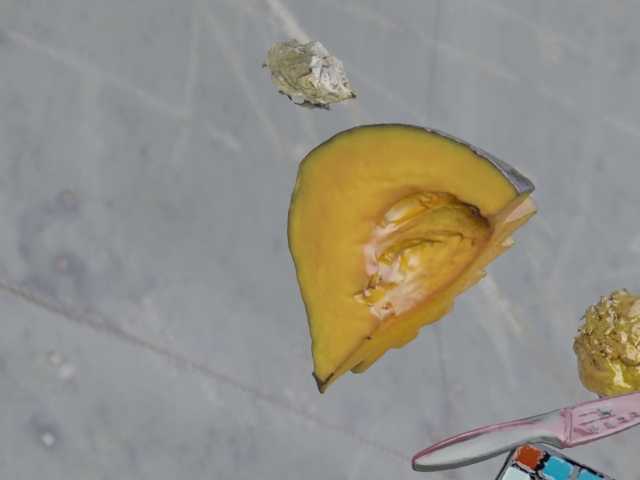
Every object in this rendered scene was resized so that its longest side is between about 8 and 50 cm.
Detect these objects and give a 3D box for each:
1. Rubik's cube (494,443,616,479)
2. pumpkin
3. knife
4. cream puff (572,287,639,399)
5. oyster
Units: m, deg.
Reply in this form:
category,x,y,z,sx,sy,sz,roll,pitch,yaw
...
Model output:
category,x,y,z,sx,sy,sz,roll,pitch,yaw
Rubik's cube,0.245,0.355,1.461,0.182,0.187,0.184,24,55,20
pumpkin,0.060,-0.015,1.089,0.149,0.254,0.130,48,34,12
knife,0.195,0.158,1.149,0.247,0.018,0.035,-14,58,-5
cream puff,0.409,0.132,1.725,0.189,0.189,0.130,-46,137,-56
oyster,-0.023,-0.286,2.265,0.132,0.072,0.209,-9,44,-7
